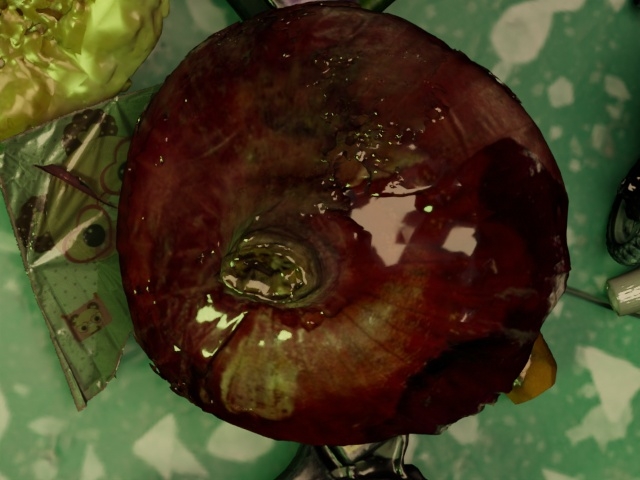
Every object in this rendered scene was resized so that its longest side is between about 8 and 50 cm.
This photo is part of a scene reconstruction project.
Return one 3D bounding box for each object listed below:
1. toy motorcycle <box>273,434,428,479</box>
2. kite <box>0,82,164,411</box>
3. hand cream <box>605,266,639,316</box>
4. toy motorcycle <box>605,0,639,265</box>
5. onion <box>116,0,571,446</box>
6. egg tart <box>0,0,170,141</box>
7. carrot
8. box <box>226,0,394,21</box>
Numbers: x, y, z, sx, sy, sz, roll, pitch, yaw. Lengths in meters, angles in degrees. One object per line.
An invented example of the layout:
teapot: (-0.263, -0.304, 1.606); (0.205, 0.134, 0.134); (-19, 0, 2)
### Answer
toy motorcycle: (-0.043, 0.188, 1.106); (0.263, 0.091, 0.157); (-33, 90, -13)
kite: (-0.084, -0.002, 1.102); (0.250, 0.012, 0.229); (24, 93, -27)
hand cream: (0.298, 0.001, 1.208); (0.257, 0.050, 0.084); (-14, 91, -16)
toy motorcycle: (0.261, -0.126, 1.133); (0.113, 0.169, 0.315); (27, 85, -11)
onion: (0.000, 0.000, 0.999); (0.252, 0.219, 0.252); (5, 107, 16)
egg tart: (-0.212, -0.144, 1.004); (0.288, 0.288, 0.118); (-33, 58, -11)
carrot: (0.093, 0.019, 1.161); (0.042, 0.042, 0.171); (-30, 95, -12)
box: (0.074, -0.253, 1.125); (0.345, 0.097, 0.134); (-42, 91, -10)
